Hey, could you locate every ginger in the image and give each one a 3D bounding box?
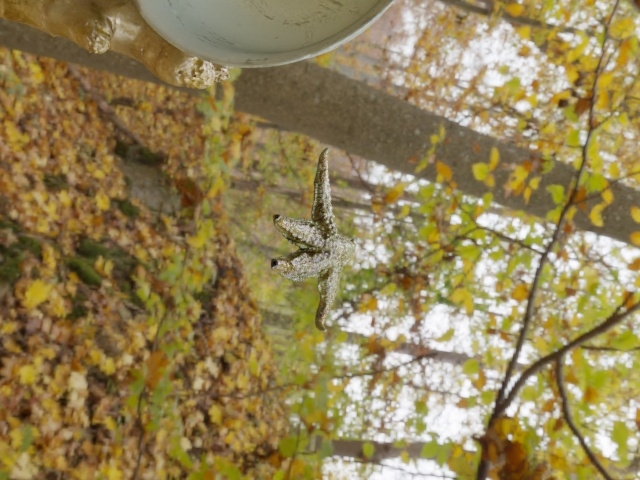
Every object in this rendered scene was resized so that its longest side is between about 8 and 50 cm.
[{"bbox_3d":[-0.277,-0.306,1.104,0.166,0.376,0.236,-29,-94,55],"label":"ginger"}]

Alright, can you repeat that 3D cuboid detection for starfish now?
[{"bbox_3d":[0.002,0.000,0.847,0.223,0.050,0.216,2,84,-68],"label":"starfish"}]

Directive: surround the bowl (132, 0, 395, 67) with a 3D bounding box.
[{"bbox_3d":[-0.035,-0.407,0.990,0.196,0.435,0.434,25,74,-71],"label":"bowl"}]
